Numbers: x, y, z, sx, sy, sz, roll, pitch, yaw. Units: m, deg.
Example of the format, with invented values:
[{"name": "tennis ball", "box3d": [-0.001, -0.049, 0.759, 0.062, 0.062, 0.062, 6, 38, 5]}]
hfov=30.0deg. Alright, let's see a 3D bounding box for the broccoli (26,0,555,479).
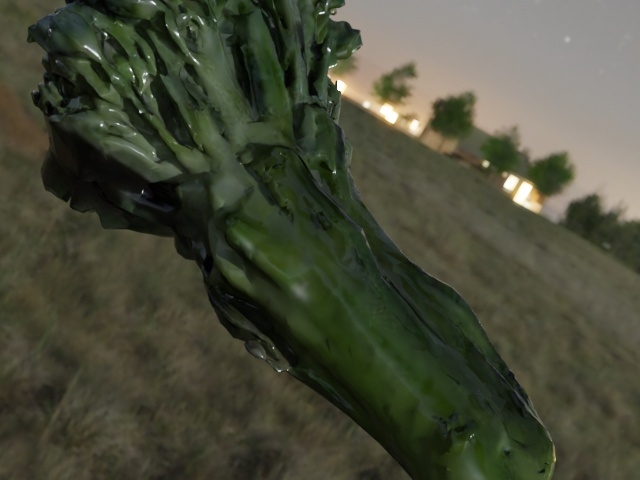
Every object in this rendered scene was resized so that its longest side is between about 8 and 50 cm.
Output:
[{"name": "broccoli", "box3d": [-0.001, -0.003, 0.505, 0.165, 0.145, 0.304, -12, 56, -38]}]
